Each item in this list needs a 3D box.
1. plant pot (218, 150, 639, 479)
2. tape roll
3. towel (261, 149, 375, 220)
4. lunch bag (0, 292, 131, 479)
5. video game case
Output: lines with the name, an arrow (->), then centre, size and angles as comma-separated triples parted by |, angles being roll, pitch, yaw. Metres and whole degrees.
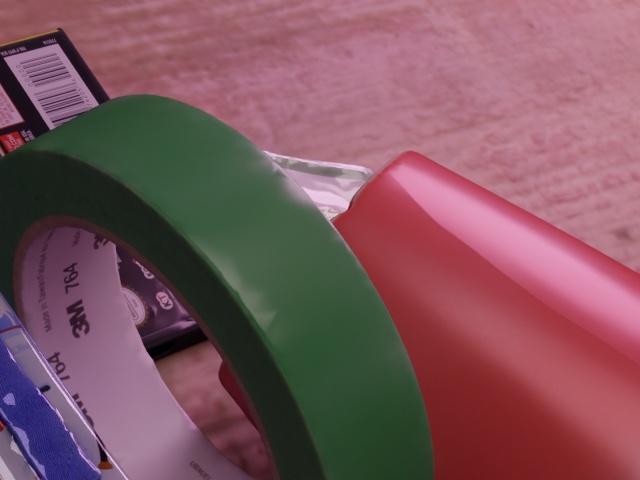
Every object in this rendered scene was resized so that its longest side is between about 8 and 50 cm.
plant pot -> 0.088, 0.091, 1.075 | 0.243, 0.275, 0.275 | 40, 49, 7
tape roll -> -0.076, 0.076, 0.988 | 0.077, 0.321, 0.321 | -32, 72, -33
towel -> 0.000, 0.000, 1.292 | 0.113, 0.023, 0.152 | 7, 53, -19
lunch bag -> -0.215, 0.126, 0.949 | 0.115, 0.243, 0.303 | -27, 70, -37
video game case -> -0.222, -0.014, 1.194 | 0.248, 0.035, 0.275 | -21, 66, -35
